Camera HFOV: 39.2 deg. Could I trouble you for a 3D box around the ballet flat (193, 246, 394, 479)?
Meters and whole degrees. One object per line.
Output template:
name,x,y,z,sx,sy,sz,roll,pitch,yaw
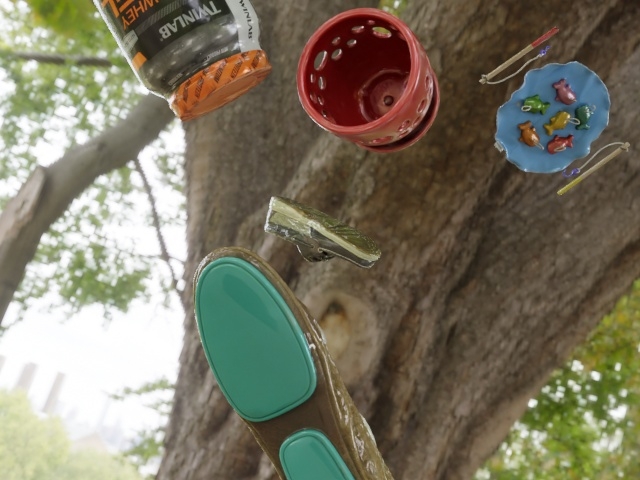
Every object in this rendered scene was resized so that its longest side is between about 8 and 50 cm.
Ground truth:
ballet flat,-0.011,0.156,0.874,0.116,0.342,0.124,-29,2,21

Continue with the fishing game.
fishing game,0.359,-0.184,1.384,0.264,0.189,0.041,51,10,-30

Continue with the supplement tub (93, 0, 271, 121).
supplement tub,-0.224,-0.363,1.344,0.338,0.207,0.207,59,-19,-1

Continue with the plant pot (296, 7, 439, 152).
plant pot,0.084,-0.233,1.359,0.191,0.191,0.174,12,-1,25

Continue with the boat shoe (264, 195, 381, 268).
boat shoe,-0.001,0.000,1.397,0.223,0.073,0.080,30,17,36
